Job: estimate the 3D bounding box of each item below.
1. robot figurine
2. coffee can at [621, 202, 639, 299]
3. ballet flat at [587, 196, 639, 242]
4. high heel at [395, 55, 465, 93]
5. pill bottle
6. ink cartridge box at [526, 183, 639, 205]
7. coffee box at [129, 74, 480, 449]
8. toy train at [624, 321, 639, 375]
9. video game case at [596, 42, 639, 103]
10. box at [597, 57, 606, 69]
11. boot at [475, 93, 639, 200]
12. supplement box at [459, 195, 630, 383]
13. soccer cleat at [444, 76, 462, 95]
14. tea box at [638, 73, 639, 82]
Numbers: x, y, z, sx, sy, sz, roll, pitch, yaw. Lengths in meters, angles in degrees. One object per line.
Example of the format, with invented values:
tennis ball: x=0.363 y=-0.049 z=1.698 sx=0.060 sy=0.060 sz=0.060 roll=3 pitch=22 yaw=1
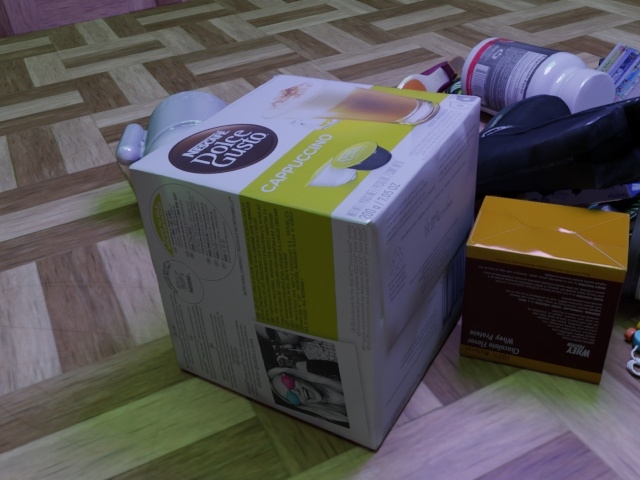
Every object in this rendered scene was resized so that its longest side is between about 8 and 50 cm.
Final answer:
robot figurine: x=-0.250 y=-0.168 z=1.328 sx=0.300 sy=0.200 sz=0.353 roll=4 pitch=32 yaw=-15
coffee can: x=0.588 y=0.019 z=0.935 sx=0.275 sy=0.201 sz=0.201 roll=15 pitch=39 yaw=27
ballet flat: x=0.590 y=-0.039 z=1.131 sx=0.280 sy=0.095 sz=0.096 roll=-18 pitch=44 yaw=0
high heel: x=0.263 y=-0.401 z=1.744 sx=0.244 sy=0.082 sz=0.117 roll=-39 pitch=4 yaw=-17
pill bottle: x=0.480 y=-0.341 z=1.492 sx=0.176 sy=0.176 sz=0.318 roll=-22 pitch=34 yaw=-23
ink cartridge box: x=0.478 y=-0.101 z=1.186 sx=0.097 sy=0.046 sz=0.207 roll=-28 pitch=11 yaw=-29
coffee box: x=0.000 y=0.000 z=0.922 sx=0.334 sy=0.338 sz=0.337 roll=15 pitch=38 yaw=27
toy train: x=0.502 y=0.144 z=0.899 sx=0.166 sy=0.046 sz=0.125 roll=4 pitch=35 yaw=13
video game case: x=0.641 y=-0.309 z=1.442 sx=0.023 sy=0.212 sz=0.193 roll=26 pitch=19 yaw=-33
box: x=0.734 y=-0.358 z=1.571 sx=0.158 sy=0.093 sz=0.156 roll=7 pitch=36 yaw=16
boot: x=0.414 y=-0.177 z=1.109 sx=0.367 sy=0.146 sz=0.445 roll=-35 pitch=7 yaw=-18
supplement box: x=0.301 y=0.064 z=0.913 sx=0.191 sy=0.194 sz=0.129 roll=9 pitch=37 yaw=21
soccer cleat: x=0.342 y=-0.359 z=1.669 sx=0.072 sy=0.060 sz=0.179 roll=-13 pitch=30 yaw=34
tea box: x=0.838 y=-0.276 z=1.222 sx=0.329 sy=0.220 sz=0.323 roll=-31 pitch=23 yaw=-24
